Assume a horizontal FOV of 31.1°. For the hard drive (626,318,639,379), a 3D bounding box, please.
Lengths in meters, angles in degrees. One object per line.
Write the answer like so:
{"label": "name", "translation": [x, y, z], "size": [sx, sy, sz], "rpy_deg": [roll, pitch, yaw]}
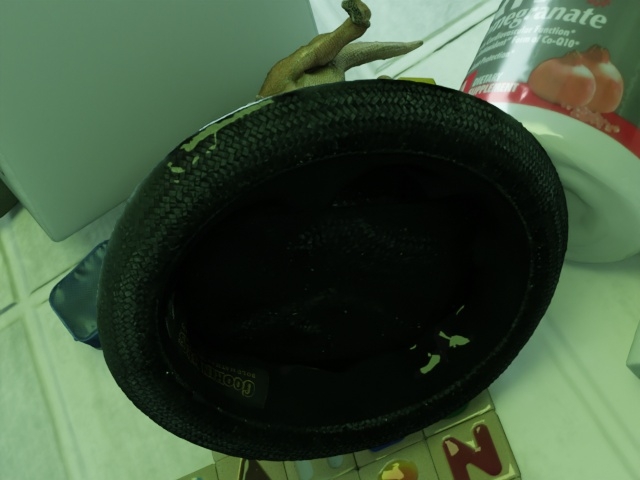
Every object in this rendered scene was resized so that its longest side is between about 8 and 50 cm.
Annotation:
{"label": "hard drive", "translation": [0.372, -0.052, 0.801], "size": [0.233, 0.047, 0.353], "rpy_deg": [1, 58, 45]}

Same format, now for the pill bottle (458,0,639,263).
{"label": "pill bottle", "translation": [0.223, -0.157, 0.895], "size": [0.176, 0.176, 0.319], "rpy_deg": [13, 65, 33]}

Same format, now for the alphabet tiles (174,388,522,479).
{"label": "alphabet tiles", "translation": [0.017, 0.230, 0.847], "size": [0.285, 0.011, 0.343], "rpy_deg": [-25, 51, 10]}

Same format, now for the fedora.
{"label": "fedora", "translation": [0.000, 0.000, 0.807], "size": [0.334, 0.334, 0.152], "rpy_deg": [-35, 40, 2]}

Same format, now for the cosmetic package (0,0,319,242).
{"label": "cosmetic package", "translation": [-0.259, -0.285, 1.090], "size": [0.327, 0.329, 0.393], "rpy_deg": [-35, 48, -16]}

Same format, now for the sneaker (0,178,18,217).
{"label": "sneaker", "translation": [-0.295, -0.083, 1.185], "size": [0.064, 0.061, 0.158], "rpy_deg": [21, 71, 29]}

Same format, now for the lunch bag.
{"label": "lunch bag", "translation": [-0.189, 0.054, 1.032], "size": [0.098, 0.065, 0.067], "rpy_deg": [-42, 67, 4]}

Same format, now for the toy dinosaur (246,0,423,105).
{"label": "toy dinosaur", "translation": [-0.029, -0.089, 0.976], "size": [0.200, 0.127, 0.296], "rpy_deg": [-27, 26, 51]}

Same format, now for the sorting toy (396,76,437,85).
{"label": "sorting toy", "translation": [-0.012, -0.052, 1.030], "size": [0.307, 0.041, 0.229], "rpy_deg": [-40, 50, -2]}
